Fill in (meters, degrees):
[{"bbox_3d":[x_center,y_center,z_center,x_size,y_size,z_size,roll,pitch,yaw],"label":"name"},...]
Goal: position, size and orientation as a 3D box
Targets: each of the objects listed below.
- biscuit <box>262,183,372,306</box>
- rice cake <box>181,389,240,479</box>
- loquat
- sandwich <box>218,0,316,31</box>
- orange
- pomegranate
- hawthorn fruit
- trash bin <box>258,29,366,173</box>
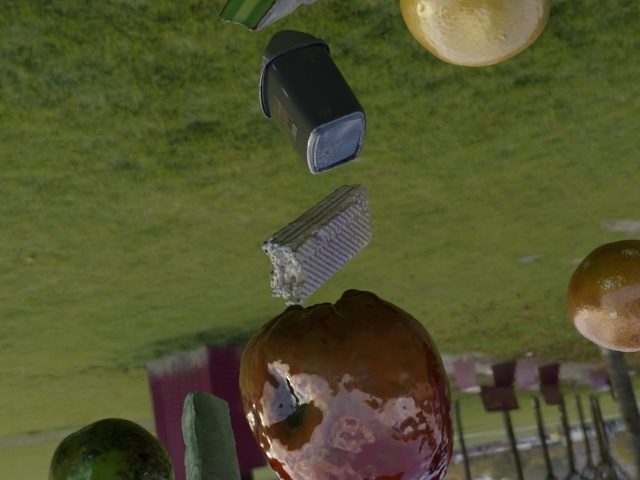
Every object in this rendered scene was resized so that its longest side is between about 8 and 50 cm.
[{"bbox_3d":[0.000,0.000,1.271,0.061,0.108,0.239,12,-147,32],"label":"biscuit"},{"bbox_3d":[-0.145,0.292,1.068,0.066,0.063,0.336,25,-167,-16],"label":"rice cake"},{"bbox_3d":[0.257,-0.418,1.301,0.274,0.275,0.275,-9,164,-3],"label":"loquat"},{"bbox_3d":[-0.047,-0.276,0.942,0.074,0.116,0.074,32,176,36],"label":"sandwich"},{"bbox_3d":[0.389,0.068,1.022,0.156,0.124,0.156,4,144,3],"label":"orange"},{"bbox_3d":[-0.356,0.424,1.411,0.203,0.222,0.276,-24,169,-17],"label":"pomegranate"},{"bbox_3d":[0.034,0.185,0.951,0.258,0.262,0.258,-24,-163,8],"label":"hawthorn fruit"},{"bbox_3d":[-0.026,-0.313,1.818,0.182,0.290,0.209,-23,152,-17],"label":"trash bin"}]
